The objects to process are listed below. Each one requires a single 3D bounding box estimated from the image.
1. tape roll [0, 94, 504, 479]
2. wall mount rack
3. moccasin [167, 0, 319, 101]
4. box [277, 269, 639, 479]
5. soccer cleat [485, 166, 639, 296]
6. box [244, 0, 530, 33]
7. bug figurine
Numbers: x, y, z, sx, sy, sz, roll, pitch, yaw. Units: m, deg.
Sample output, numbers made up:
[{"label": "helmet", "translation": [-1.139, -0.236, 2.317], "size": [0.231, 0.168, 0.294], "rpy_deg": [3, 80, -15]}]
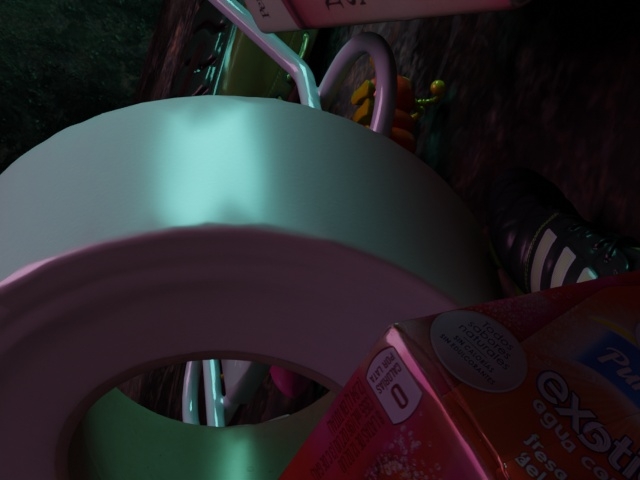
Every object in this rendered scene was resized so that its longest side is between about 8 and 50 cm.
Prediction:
[{"label": "tape roll", "translation": [-0.045, 0.075, 0.600], "size": [0.100, 0.286, 0.286], "rpy_deg": [-94, 26, -51]}, {"label": "wall mount rack", "translation": [-0.084, -0.033, 0.843], "size": [0.304, 0.131, 0.350], "rpy_deg": [-103, 33, -45]}, {"label": "moccasin", "translation": [-0.072, -0.101, 1.137], "size": [0.139, 0.147, 0.380], "rpy_deg": [-20, 51, 53]}, {"label": "box", "translation": [0.047, 0.138, 0.447], "size": [0.122, 0.128, 0.257], "rpy_deg": [58, 138, 27]}, {"label": "soccer cleat", "translation": [0.119, 0.020, 0.526], "size": [0.072, 0.060, 0.179], "rpy_deg": [-52, 32, 30]}, {"label": "box", "translation": [0.041, -0.202, 0.645], "size": [0.127, 0.148, 0.232], "rpy_deg": [-35, 22, -25]}, {"label": "bug figurine", "translation": [0.000, 0.000, 0.892], "size": [0.279, 0.072, 0.216], "rpy_deg": [150, 127, -61]}]
